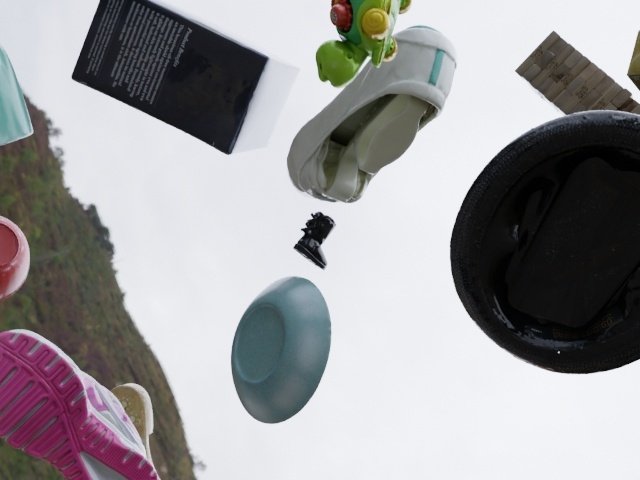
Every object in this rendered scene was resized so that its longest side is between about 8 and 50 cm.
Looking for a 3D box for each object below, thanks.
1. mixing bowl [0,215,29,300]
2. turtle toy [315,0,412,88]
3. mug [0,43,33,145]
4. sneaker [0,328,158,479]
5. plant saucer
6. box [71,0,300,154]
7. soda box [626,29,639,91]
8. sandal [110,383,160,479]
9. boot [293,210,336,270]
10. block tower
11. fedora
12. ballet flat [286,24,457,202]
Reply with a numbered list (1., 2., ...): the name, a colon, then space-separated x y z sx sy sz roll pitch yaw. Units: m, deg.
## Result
1. mixing bowl: -0.624 0.021 1.314 0.098 0.181 0.181 -25 -93 46
2. turtle toy: 0.038 -0.202 0.646 0.066 0.095 0.130 18 -89 12
3. mug: -0.315 -0.115 0.550 0.157 0.129 0.097 -2 -69 27
4. sneaker: -0.291 0.201 0.802 0.252 0.103 0.111 59 -12 -19
5. plant saucer: -0.066 0.135 0.903 0.195 0.037 0.195 -24 -124 42
6. box: -0.219 -0.298 1.247 0.294 0.296 0.183 27 -77 2
7. soda box: 0.413 -0.189 0.707 0.181 0.058 0.061 3 -112 52
8. sandal: -0.246 0.305 0.880 0.079 0.088 0.240 26 55 -80
9. boot: 0.000 0.000 1.496 0.045 0.099 0.121 26 -11 41
10. block tower: 0.471 -0.192 1.126 0.091 0.097 0.335 -47 -111 17
11. fedora: 0.335 -0.001 0.905 0.334 0.152 0.334 3 -81 20
12. ballet flat: 0.050 -0.133 0.990 0.139 0.139 0.400 61 -37 11
